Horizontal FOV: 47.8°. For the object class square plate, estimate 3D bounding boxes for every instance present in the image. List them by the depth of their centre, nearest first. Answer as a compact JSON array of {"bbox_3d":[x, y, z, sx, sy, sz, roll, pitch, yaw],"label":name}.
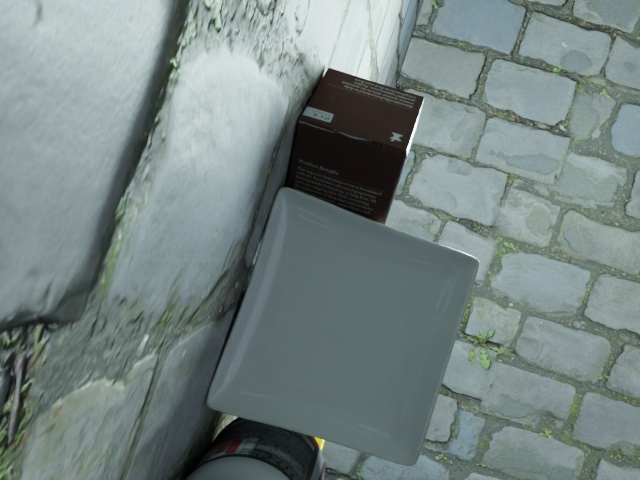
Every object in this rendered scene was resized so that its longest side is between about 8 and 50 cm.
[{"bbox_3d":[0.040,0.135,1.110,0.049,0.347,0.344,180,-71,-76],"label":"square plate"}]

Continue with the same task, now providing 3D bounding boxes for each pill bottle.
[{"bbox_3d":[-0.111,0.408,1.101,0.363,0.210,0.210,-24,132,-83],"label":"pill bottle"}]

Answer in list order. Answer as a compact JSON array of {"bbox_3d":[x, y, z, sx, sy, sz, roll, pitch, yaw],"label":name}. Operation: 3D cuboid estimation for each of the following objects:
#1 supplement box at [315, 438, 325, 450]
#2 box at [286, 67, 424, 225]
[{"bbox_3d":[-0.077,0.446,1.748,0.356,0.195,0.194,-67,174,-49],"label":"supplement box"},{"bbox_3d":[0.050,-0.130,1.157,0.167,0.169,0.203,-67,174,-46],"label":"box"}]
